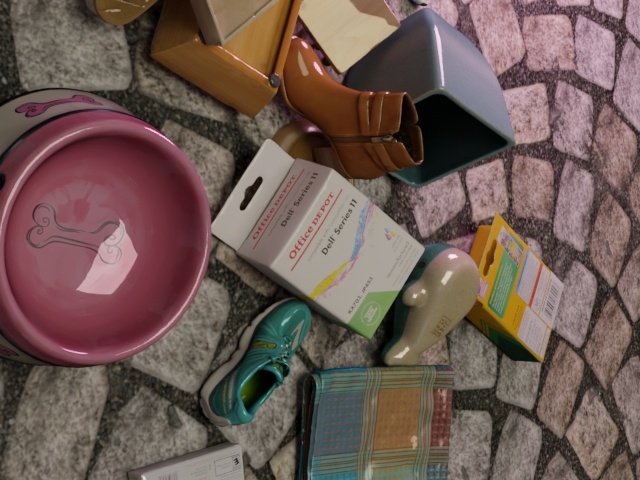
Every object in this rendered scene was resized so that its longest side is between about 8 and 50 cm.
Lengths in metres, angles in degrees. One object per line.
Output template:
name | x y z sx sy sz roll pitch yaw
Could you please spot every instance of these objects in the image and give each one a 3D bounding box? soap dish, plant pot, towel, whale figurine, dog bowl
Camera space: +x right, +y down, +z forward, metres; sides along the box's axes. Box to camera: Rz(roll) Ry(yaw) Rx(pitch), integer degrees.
soap dish | -0.143 -0.385 1.711 0.229 0.118 0.291 29 67 -40
plant pot | -0.013 -0.105 1.885 0.236 0.032 0.236 2 87 -44
towel | 0.114 0.373 1.941 0.370 0.040 0.271 3 91 -38
whale figurine | 0.197 0.129 2.031 0.272 0.141 0.216 -59 143 0
dog bowl | -0.330 -0.006 1.438 0.408 0.150 0.408 -10 106 -40
plant pot | 0.198 -0.292 1.965 0.248 0.247 0.252 27 53 -41

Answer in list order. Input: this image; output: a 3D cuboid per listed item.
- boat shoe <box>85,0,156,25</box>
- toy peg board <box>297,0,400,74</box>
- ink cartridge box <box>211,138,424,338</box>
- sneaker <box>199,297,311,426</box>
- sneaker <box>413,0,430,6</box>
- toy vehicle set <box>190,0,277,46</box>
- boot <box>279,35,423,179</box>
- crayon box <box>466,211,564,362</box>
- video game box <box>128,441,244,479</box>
boat shoe | -0.249 -0.437 1.584 0.277 0.096 0.098 -36 128 -18
toy peg board | 0.034 -0.413 1.908 0.161 0.079 0.161 -41 103 -18
ink cartridge box | 0.000 0.000 1.794 0.353 0.119 0.207 37 80 -37
sneaker | -0.087 0.212 1.742 0.107 0.110 0.275 55 53 -27
sneaker | 0.222 -0.580 2.106 0.071 0.083 0.191 3 87 -46
toy vehicle set | -0.113 -0.443 1.605 0.267 0.035 0.166 -48 135 -36
boot | 0.052 -0.236 1.778 0.109 0.220 0.283 -31 110 -41
crayon box | 0.406 0.106 2.242 0.323 0.083 0.203 41 60 -39
video game box | -0.208 0.441 1.655 0.205 0.048 0.187 -7 91 -44
